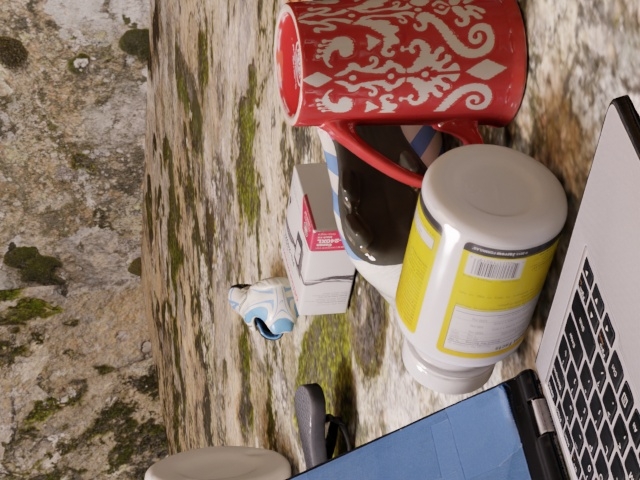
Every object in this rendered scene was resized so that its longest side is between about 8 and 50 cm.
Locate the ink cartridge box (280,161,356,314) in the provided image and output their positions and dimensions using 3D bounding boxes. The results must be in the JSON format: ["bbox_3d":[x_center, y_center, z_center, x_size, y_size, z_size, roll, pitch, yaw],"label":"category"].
[{"bbox_3d":[0.000,0.000,1.385,0.150,0.063,0.109,101,159,-46],"label":"ink cartridge box"}]

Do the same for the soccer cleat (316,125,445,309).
[{"bbox_3d":[0.054,-0.086,1.054,0.143,0.116,0.331,64,-162,-54],"label":"soccer cleat"}]

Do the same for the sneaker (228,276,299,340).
[{"bbox_3d":[-0.083,0.101,1.704,0.237,0.085,0.086,157,113,-76],"label":"sneaker"}]

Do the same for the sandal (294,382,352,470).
[{"bbox_3d":[0.010,0.272,1.470,0.097,0.054,0.254,-113,13,-53],"label":"sandal"}]

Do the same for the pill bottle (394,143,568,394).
[{"bbox_3d":[0.111,0.028,0.875,0.184,0.103,0.103,100,160,-44],"label":"pill bottle"}]

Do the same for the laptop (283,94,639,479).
[{"bbox_3d":[0.081,0.195,0.690,0.408,0.236,0.382,94,170,-45],"label":"laptop"}]

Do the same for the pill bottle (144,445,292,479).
[{"bbox_3d":[-0.143,0.528,1.796,0.224,0.224,0.392,-160,66,-74],"label":"pill bottle"}]

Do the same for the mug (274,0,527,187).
[{"bbox_3d":[0.060,-0.122,0.894,0.113,0.169,0.150,109,153,-56],"label":"mug"}]

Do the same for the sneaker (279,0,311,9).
[{"bbox_3d":[0.023,-0.262,1.169,0.108,0.121,0.302,41,156,45],"label":"sneaker"}]
